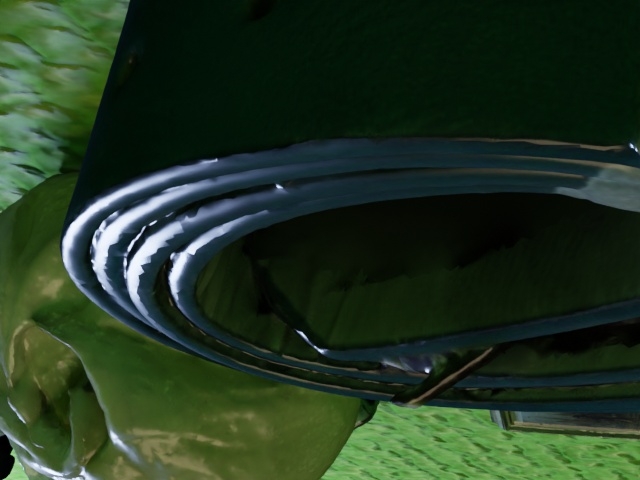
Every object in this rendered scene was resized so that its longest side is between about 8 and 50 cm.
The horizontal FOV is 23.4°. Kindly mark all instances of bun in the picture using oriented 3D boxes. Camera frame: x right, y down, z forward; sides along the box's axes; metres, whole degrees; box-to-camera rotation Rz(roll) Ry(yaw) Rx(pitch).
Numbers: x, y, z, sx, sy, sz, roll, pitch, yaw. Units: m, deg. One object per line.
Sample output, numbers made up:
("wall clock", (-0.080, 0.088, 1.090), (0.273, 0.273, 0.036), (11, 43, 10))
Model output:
("bun", (-0.107, 0.077, 0.923), (0.259, 0.160, 0.259), (23, 135, 25))

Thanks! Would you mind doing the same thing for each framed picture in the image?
("framed picture", (0.240, 0.131, 1.299), (0.217, 0.017, 0.274), (2, 160, 13))

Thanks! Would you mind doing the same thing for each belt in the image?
("belt", (0.079, -0.033, 0.656), (0.436, 0.173, 0.300), (-13, 150, 42))

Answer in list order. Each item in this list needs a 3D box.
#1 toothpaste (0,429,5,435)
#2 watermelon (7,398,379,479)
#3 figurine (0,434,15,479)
("toothpaste", (-0.303, 0.081, 1.270), (0.114, 0.073, 0.299), (5, 153, 5))
("watermelon", (-0.128, 0.126, 1.108), (0.289, 0.214, 0.319), (23, 164, -33))
("figurine", (-0.476, 0.268, 1.625), (0.332, 0.205, 0.185), (-9, 153, 37))
